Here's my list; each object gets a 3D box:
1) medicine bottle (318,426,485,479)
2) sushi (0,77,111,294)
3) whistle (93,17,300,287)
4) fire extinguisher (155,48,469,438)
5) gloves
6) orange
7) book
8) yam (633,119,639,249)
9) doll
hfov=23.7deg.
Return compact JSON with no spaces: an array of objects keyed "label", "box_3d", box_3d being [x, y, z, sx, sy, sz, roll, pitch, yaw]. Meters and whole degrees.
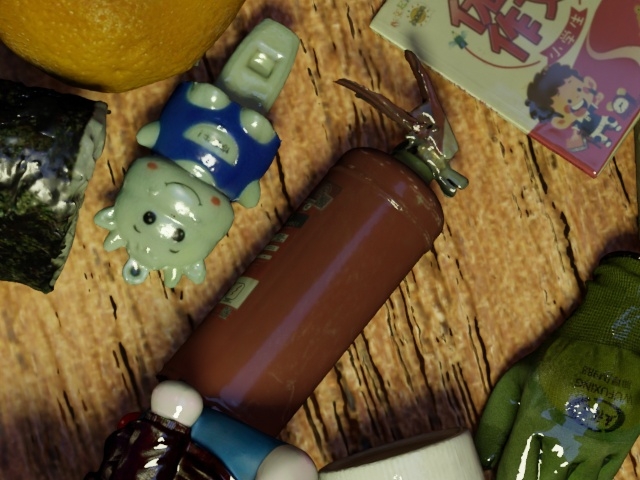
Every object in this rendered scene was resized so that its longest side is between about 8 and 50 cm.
[{"label":"medicine bottle","box_3d":[0.091,0.280,1.180,0.145,0.144,0.252,-13,89,-15]},{"label":"sushi","box_3d":[-0.222,-0.053,1.110,0.115,0.212,0.147,18,72,-7]},{"label":"whistle","box_3d":[-0.089,-0.070,1.204,0.110,0.092,0.244,32,78,-4]},{"label":"fire extinguisher","box_3d":[0.000,0.000,1.207,0.147,0.106,0.337,43,75,-18]},{"label":"gloves","box_3d":[0.210,0.133,1.252,0.135,0.107,0.268,21,80,21]},{"label":"orange","box_3d":[-0.163,-0.233,1.123,0.264,0.264,0.264,2,83,-13]},{"label":"book","box_3d":[0.180,-0.181,1.274,0.232,0.022,0.162,35,87,9]},{"label":"yam","box_3d":[0.310,-0.115,1.307,0.093,0.093,0.259,0,83,-14]},{"label":"doll","box_3d":[-0.155,0.265,1.082,0.240,0.284,0.310,20,56,34]}]
